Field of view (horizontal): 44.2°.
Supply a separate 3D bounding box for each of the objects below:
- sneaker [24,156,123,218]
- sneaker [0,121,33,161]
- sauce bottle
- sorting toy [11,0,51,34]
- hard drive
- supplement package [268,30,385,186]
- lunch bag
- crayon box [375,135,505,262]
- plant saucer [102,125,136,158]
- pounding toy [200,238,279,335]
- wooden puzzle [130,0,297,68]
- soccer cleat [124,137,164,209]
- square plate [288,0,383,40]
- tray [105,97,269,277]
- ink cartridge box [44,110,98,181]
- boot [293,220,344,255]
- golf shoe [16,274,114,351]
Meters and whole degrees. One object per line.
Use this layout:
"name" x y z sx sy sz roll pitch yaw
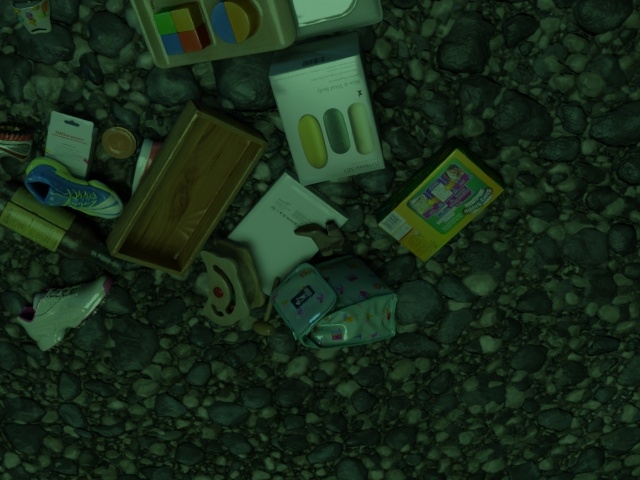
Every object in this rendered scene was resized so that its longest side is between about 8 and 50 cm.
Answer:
"sneaker" -0.588 -0.099 1.855 0.240 0.126 0.091 27 119 -13
"sneaker" -0.801 -0.229 1.880 0.225 0.088 0.092 6 121 -2
"sauce bottle" -0.653 -0.022 1.979 0.344 0.111 0.111 32 115 -14
"sorting toy" -0.639 -0.495 1.760 0.083 0.045 0.075 -7 138 6
"hard drive" -0.104 -0.013 2.009 0.203 0.040 0.307 36 114 -17
"supplement package" 0.020 -0.295 1.758 0.199 0.198 0.262 -12 118 8
"lunch bag" 0.025 0.159 1.955 0.262 0.223 0.160 -12 121 -21
"crayon box" 0.289 -0.097 1.928 0.165 0.081 0.278 38 114 -18
"plant saucer" -0.488 -0.236 1.910 0.084 0.013 0.083 1 119 2
"pounding toy" -0.209 0.118 2.024 0.154 0.155 0.269 -2 113 35
"wooden puzzle" -0.256 -0.531 1.663 0.348 0.080 0.322 -5 120 21
"soccer cleat" -0.417 -0.093 1.940 0.116 0.108 0.318 13 117 -11
"square plate" -0.065 -0.592 1.680 0.344 0.049 0.347 -11 119 8
"tray" -0.319 -0.115 1.872 0.203 0.076 0.411 21 113 -38
"ink cartridge box" -0.597 -0.226 1.890 0.104 0.061 0.181 16 120 -7
"boot" 0.000 0.000 1.969 0.118 0.042 0.087 -10 121 7
"golf shoe" -0.680 0.172 2.091 0.306 0.115 0.140 -37 109 19
